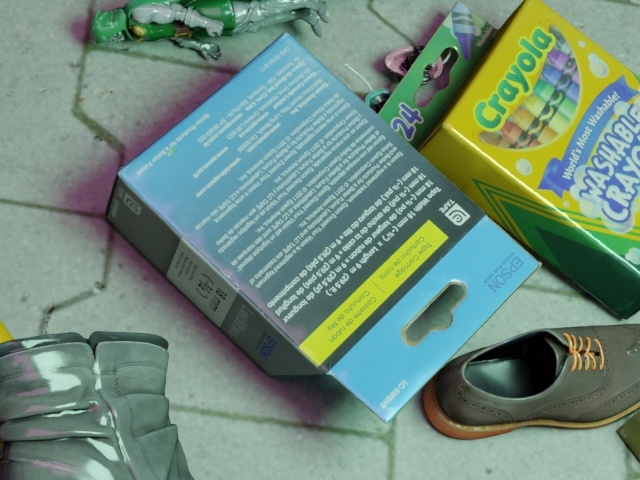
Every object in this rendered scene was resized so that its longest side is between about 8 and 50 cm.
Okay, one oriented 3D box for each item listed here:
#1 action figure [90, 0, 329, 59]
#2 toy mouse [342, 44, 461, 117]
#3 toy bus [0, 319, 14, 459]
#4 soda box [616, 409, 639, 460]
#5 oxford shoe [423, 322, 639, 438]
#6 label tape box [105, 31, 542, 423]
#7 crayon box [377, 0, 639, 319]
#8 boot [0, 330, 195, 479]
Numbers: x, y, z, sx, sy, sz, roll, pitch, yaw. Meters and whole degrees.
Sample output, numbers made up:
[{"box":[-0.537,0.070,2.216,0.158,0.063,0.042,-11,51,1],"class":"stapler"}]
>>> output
[{"box":[-0.111,-0.220,1.680,0.232,0.137,0.063,-6,79,-8],"class":"action figure"},{"box":[0.086,-0.148,1.732,0.143,0.031,0.161,18,62,-6],"class":"toy mouse"},{"box":[-0.368,0.050,1.461,0.108,0.130,0.332,-32,77,-26],"class":"toy bus"},{"box":[0.378,0.151,1.650,0.181,0.061,0.058,-31,76,-25],"class":"soda box"},{"box":[0.237,0.125,1.604,0.271,0.098,0.097,-13,69,-20],"class":"oxford shoe"},{"box":[0.000,0.000,1.597,0.334,0.106,0.240,44,62,7],"class":"label tape box"},{"box":[0.237,-0.100,1.696,0.323,0.083,0.203,36,59,-3],"class":"crayon box"},{"box":[-0.124,0.184,1.396,0.338,0.118,0.222,14,63,-46],"class":"boot"}]
